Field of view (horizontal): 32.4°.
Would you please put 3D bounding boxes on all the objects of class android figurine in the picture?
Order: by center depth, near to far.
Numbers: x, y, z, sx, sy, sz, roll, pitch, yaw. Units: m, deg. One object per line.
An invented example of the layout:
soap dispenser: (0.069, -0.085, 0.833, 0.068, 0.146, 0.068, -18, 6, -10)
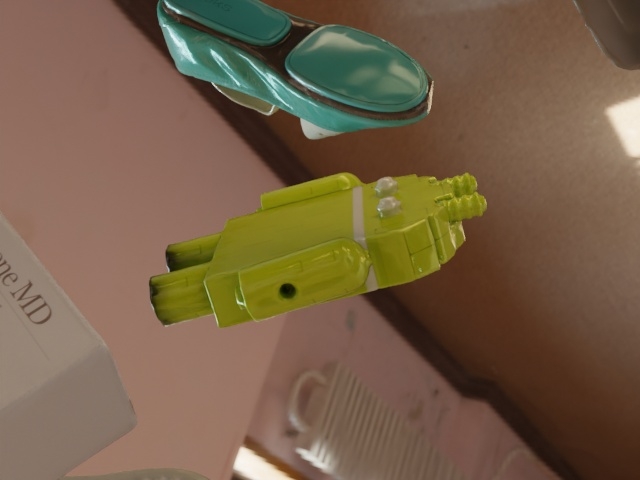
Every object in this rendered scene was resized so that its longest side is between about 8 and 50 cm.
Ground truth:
android figurine: (0.000, 0.000, 0.897, 0.273, 0.248, 0.056, -15, 106, 8)

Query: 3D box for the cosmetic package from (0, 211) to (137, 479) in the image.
cosmetic package: (-0.207, 0.086, 0.459, 0.117, 0.231, 0.085, 45, 159, 28)

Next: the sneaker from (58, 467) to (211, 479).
sneaker: (-0.235, 0.233, 0.768, 0.366, 0.135, 0.150, 16, 139, -39)

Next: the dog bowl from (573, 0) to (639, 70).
dog bowl: (0.209, -0.139, 0.346, 0.349, 0.102, 0.349, 49, 162, 22)

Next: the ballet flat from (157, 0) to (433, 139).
ballet flat: (-0.019, -0.127, 0.841, 0.247, 0.083, 0.087, 27, 147, 24)
